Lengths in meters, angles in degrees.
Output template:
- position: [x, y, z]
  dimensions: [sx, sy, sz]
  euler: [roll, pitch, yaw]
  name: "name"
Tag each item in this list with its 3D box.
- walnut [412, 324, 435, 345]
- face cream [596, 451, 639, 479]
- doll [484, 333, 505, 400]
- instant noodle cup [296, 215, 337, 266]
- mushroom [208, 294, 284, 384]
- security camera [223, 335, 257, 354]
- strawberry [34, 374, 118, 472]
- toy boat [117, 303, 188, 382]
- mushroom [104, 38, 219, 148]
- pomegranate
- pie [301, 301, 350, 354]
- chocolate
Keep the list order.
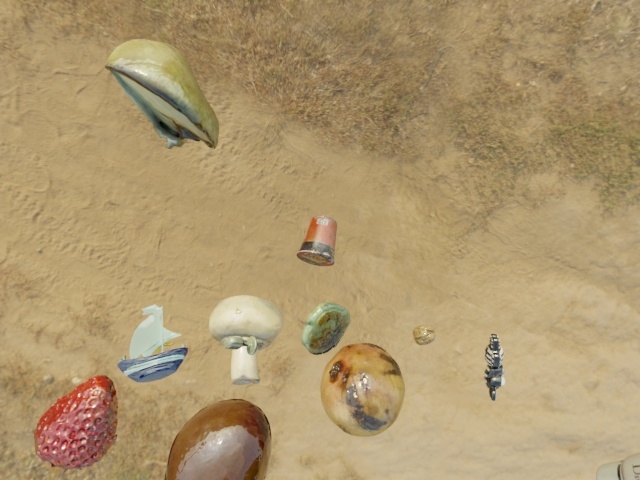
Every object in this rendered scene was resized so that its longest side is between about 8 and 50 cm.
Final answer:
- position: [0.413, 0.379, 1.620]
  dimensions: [0.083, 0.096, 0.078]
  euler: [-2, 69, -43]
  name: "walnut"
- position: [0.615, 0.393, 0.667]
  dimensions: [0.089, 0.143, 0.314]
  euler: [14, 142, -13]
  name: "face cream"
- position: [0.586, 0.425, 1.359]
  dimensions: [0.067, 0.091, 0.219]
  euler: [1, 100, 11]
  name: "doll"
- position: [-0.002, 0.000, 1.295]
  dimensions: [0.127, 0.127, 0.135]
  euler: [18, 68, -11]
  name: "instant noodle cup"
- position: [-0.291, 0.394, 1.613]
  dimensions: [0.315, 0.314, 0.336]
  euler: [-5, 63, -3]
  name: "mushroom"
- position: [-0.232, 0.300, 1.159]
  dimensions: [0.092, 0.058, 0.058]
  euler: [14, 107, -39]
  name: "security camera"
- position: [-0.602, 0.456, 1.044]
  dimensions: [0.205, 0.205, 0.244]
  euler: [30, 103, -14]
  name: "strawberry"
- position: [-0.565, 0.325, 1.358]
  dimensions: [0.221, 0.291, 0.067]
  euler: [-13, 140, -12]
  name: "toy boat"
- position: [-0.349, -0.363, 1.028]
  dimensions: [0.218, 0.292, 0.211]
  euler: [18, 62, 10]
  name: "mushroom"
- position: [0.146, 0.524, 1.435]
  dimensions: [0.322, 0.322, 0.322]
  euler: [-2, 107, -5]
  name: "pomegranate"
- position: [0.023, 0.343, 1.582]
  dimensions: [0.241, 0.054, 0.240]
  euler: [-20, 125, -31]
  name: "pie"
- position: [-0.141, 0.321, 0.607]
  dimensions: [0.177, 0.176, 0.176]
  euler: [-2, 107, -5]
  name: "chocolate"
